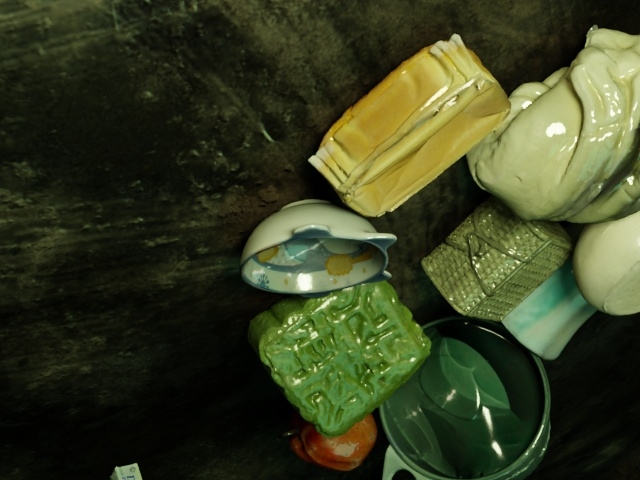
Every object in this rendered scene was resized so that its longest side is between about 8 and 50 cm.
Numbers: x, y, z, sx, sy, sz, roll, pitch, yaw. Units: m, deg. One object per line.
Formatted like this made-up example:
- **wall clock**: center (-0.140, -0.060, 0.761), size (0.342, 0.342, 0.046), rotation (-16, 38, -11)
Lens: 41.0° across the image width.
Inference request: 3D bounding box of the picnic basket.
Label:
- **picnic basket**: center (0.289, 0.022, 1.412), size (0.196, 0.134, 0.154), rotation (-46, 147, 23)

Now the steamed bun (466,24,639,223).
- **steamed bun**: center (0.388, -0.137, 1.212), size (0.320, 0.206, 0.275), rotation (-38, 148, 19)

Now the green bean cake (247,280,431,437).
- **green bean cake**: center (0.035, 0.160, 1.347), size (0.248, 0.125, 0.222), rotation (-38, 110, -7)

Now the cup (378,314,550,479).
- **cup**: center (0.271, 0.365, 1.712), size (0.401, 0.310, 0.392), rotation (-28, 152, 7)

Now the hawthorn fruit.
- **hawthorn fruit**: center (0.004, 0.362, 1.632), size (0.194, 0.157, 0.157), rotation (2, 136, -27)

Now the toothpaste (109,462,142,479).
- **toothpaste**: center (-0.327, 0.479, 1.516), size (0.046, 0.164, 0.034), rotation (-3, 141, -34)

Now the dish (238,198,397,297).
- **dish**: center (0.000, 0.000, 1.172), size (0.228, 0.086, 0.236), rotation (5, 155, -22)

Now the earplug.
- **earplug**: center (0.477, 0.046, 1.532), size (0.185, 0.185, 0.324), rotation (15, 128, -48)

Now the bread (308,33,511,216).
- **bread**: center (0.112, -0.141, 1.080), size (0.241, 0.107, 0.136), rotation (-39, 149, 14)

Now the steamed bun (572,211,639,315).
- **steamed bun**: center (0.496, 0.004, 1.343), size (0.232, 0.145, 0.232), rotation (-19, 146, -13)
